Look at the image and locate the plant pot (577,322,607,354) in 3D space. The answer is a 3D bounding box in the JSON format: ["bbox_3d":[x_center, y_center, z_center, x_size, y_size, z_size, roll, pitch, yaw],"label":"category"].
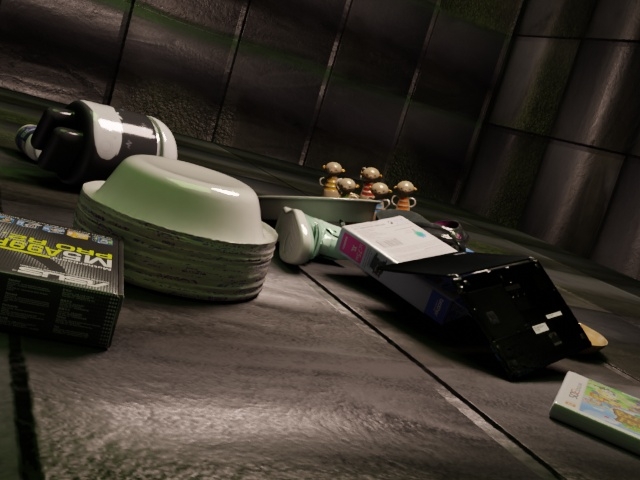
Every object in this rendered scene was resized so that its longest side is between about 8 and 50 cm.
[{"bbox_3d":[0.416,0.161,1.318,0.236,0.032,0.236,16,10,-3],"label":"plant pot"}]

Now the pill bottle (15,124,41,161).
[{"bbox_3d":[-0.615,-0.209,1.523,0.067,0.067,0.120,8,13,-42],"label":"pill bottle"}]

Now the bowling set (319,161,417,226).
[{"bbox_3d":[0.127,-0.121,1.967,0.287,0.154,0.200,7,15,5],"label":"bowling set"}]

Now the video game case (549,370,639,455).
[{"bbox_3d":[0.416,0.239,0.911,0.212,0.023,0.193,21,11,23],"label":"video game case"}]

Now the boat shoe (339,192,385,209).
[{"bbox_3d":[0.130,-0.111,2.272,0.170,0.063,0.059,24,5,-15],"label":"boat shoe"}]

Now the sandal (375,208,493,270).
[{"bbox_3d":[0.258,-0.014,1.703,0.168,0.107,0.446,-5,23,-22],"label":"sandal"}]

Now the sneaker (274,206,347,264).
[{"bbox_3d":[0.000,-0.001,1.336,0.151,0.094,0.256,18,11,-11],"label":"sneaker"}]

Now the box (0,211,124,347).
[{"bbox_3d":[-0.345,0.022,0.725,0.270,0.060,0.216,14,10,-18],"label":"box"}]

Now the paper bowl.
[{"bbox_3d":[-0.201,-0.029,1.004,0.284,0.148,0.284,18,10,-3],"label":"paper bowl"}]

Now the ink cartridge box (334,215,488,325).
[{"bbox_3d":[0.197,0.057,1.265,0.311,0.065,0.186,33,29,34],"label":"ink cartridge box"}]

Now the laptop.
[{"bbox_3d":[0.262,0.105,1.127,0.234,0.136,0.264,-9,62,-41],"label":"laptop"}]

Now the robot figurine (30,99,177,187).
[{"bbox_3d":[-0.424,-0.180,1.399,0.174,0.209,0.278,-4,-6,43],"label":"robot figurine"}]

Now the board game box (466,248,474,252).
[{"bbox_3d":[0.332,0.051,1.769,0.133,0.033,0.168,12,22,-2],"label":"board game box"}]

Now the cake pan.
[{"bbox_3d":[-0.006,-0.071,1.617,0.293,0.054,0.293,2,2,0],"label":"cake pan"}]
